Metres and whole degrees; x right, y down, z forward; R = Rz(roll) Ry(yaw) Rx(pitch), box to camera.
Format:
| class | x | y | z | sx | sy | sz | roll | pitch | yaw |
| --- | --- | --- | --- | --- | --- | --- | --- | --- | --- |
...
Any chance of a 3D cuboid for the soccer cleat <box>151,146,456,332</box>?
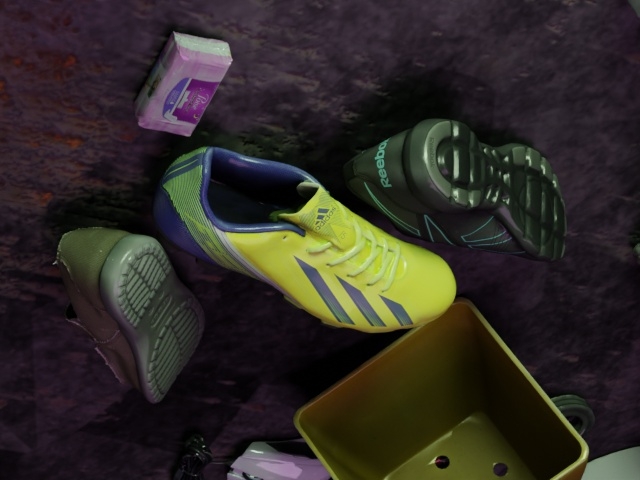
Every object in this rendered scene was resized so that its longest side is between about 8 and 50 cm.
| class | x | y | z | sx | sy | sz | roll | pitch | yaw |
| --- | --- | --- | --- | --- | --- | --- | --- | --- | --- |
| soccer cleat | -0.001 | 0.001 | 1.357 | 0.289 | 0.093 | 0.121 | 20 | 146 | -21 |

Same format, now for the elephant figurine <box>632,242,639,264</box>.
| class | x | y | z | sx | sy | sz | roll | pitch | yaw |
| --- | --- | --- | --- | --- | --- | --- | --- | --- | --- |
| elephant figurine | 0.390 | 0.029 | 1.577 | 0.169 | 0.186 | 0.239 | -44 | 118 | -27 |

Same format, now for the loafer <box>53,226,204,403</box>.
| class | x | y | z | sx | sy | sz | roll | pitch | yaw |
| --- | --- | --- | --- | --- | --- | --- | --- | --- | --- |
| loafer | -0.168 | 0.057 | 1.413 | 0.094 | 0.087 | 0.251 | -56 | 158 | -25 |

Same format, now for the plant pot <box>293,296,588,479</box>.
| class | x | y | z | sx | sy | sz | roll | pitch | yaw |
| --- | --- | --- | --- | --- | --- | --- | --- | --- | --- |
| plant pot | 0.132 | 0.226 | 1.614 | 0.212 | 0.212 | 0.187 | -35 | 149 | -4 |

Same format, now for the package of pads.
| class | x | y | z | sx | sy | sz | roll | pitch | yaw |
| --- | --- | --- | --- | --- | --- | --- | --- | --- | --- |
| package of pads | -0.107 | -0.122 | 1.264 | 0.050 | 0.032 | 0.083 | 9 | 131 | -30 |

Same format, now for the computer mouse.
| class | x | y | z | sx | sy | sz | roll | pitch | yaw |
| --- | --- | --- | --- | --- | --- | --- | --- | --- | --- |
| computer mouse | -0.059 | 0.240 | 1.686 | 0.193 | 0.042 | 0.106 | -1 | 135 | -24 |

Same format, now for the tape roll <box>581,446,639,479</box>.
| class | x | y | z | sx | sy | sz | roll | pitch | yaw |
| --- | --- | --- | --- | --- | --- | --- | --- | --- | --- |
| tape roll | 0.375 | 0.374 | 1.988 | 0.286 | 0.100 | 0.286 | -13 | 139 | -11 |

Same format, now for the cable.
| class | x | y | z | sx | sy | sz | roll | pitch | yaw |
| --- | --- | --- | --- | --- | --- | --- | --- | --- | --- |
| cable | 0.158 | 0.231 | 1.787 | 0.287 | 0.072 | 0.139 | -34 | 123 | -4 |

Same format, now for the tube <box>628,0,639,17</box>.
| class | x | y | z | sx | sy | sz | roll | pitch | yaw |
| --- | --- | --- | --- | --- | --- | --- | --- | --- | --- |
| tube | 0.351 | -0.239 | 1.334 | 0.207 | 0.052 | 0.080 | -21 | 148 | -9 |

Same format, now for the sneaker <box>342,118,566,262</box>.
| class | x | y | z | sx | sy | sz | roll | pitch | yaw |
| --- | --- | --- | --- | --- | --- | --- | --- | --- | --- |
| sneaker | 0.127 | -0.042 | 1.434 | 0.106 | 0.101 | 0.267 | -12 | 156 | 35 |
